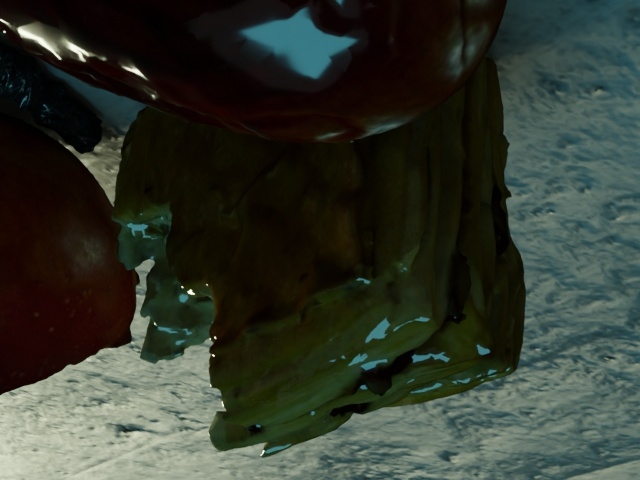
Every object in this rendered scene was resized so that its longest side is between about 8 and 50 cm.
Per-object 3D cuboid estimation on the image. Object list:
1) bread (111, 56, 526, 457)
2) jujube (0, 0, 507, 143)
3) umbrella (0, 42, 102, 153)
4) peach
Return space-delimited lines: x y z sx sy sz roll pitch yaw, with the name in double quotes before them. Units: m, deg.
"bread" 0.000 0.000 1.167 0.191 0.314 0.370 19 149 -33
"jujube" -0.051 -0.171 0.953 0.318 0.223 0.223 10 155 27
"umbrella" -0.224 -0.115 1.311 0.037 0.040 0.144 0 151 40
"peach" -0.307 0.017 1.368 0.338 0.281 0.281 22 152 -30
